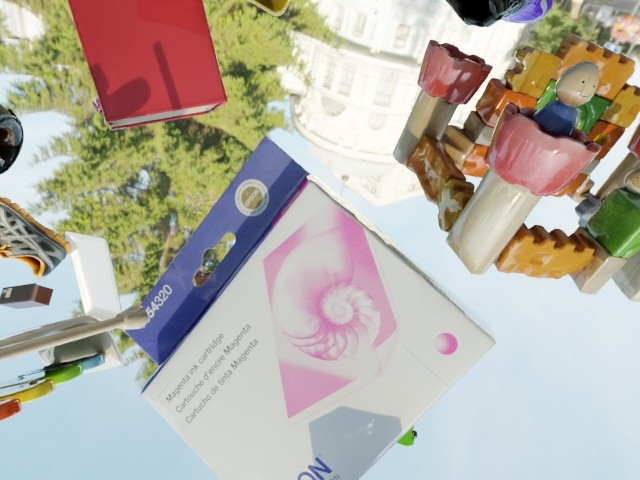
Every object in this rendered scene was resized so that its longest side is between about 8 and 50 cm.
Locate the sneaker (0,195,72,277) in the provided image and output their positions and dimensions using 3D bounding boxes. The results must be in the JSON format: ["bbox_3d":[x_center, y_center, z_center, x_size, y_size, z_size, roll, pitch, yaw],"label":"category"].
[{"bbox_3d":[-0.564,-0.011,0.785,0.084,0.215,0.083,-12,-131,34],"label":"sneaker"}]

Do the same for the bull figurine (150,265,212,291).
[{"bbox_3d":[-0.450,0.206,1.393,0.310,0.101,0.188,-38,-115,-19],"label":"bull figurine"}]

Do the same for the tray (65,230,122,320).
[{"bbox_3d":[-0.614,0.103,1.198,0.145,0.270,0.030,9,-155,19],"label":"tray"}]

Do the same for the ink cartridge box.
[{"bbox_3d":[-0.049,0.106,0.481,0.330,0.324,0.071,41,-168,8],"label":"ink cartridge box"}]

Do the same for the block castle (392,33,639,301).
[{"bbox_3d":[0.344,-0.099,0.529,0.453,0.213,0.303,10,-144,-16],"label":"block castle"}]

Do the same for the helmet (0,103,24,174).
[{"bbox_3d":[-0.711,-0.217,0.862,0.161,0.169,0.169,20,-147,-4],"label":"helmet"}]

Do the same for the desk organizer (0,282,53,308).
[{"bbox_3d":[-0.736,0.141,1.081,0.130,0.050,0.047,-8,-115,24],"label":"desk organizer"}]

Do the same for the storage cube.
[{"bbox_3d":[-0.283,-0.302,0.722,0.215,0.193,0.184,-18,-164,-19],"label":"storage cube"}]

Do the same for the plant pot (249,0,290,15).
[{"bbox_3d":[-0.110,-0.471,0.552,0.212,0.212,0.187,6,-134,-45],"label":"plant pot"}]

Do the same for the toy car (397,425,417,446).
[{"bbox_3d":[0.224,0.435,1.179,0.239,0.053,0.225,7,-111,-4],"label":"toy car"}]

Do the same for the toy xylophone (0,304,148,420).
[{"bbox_3d":[-0.326,0.141,0.432,0.236,0.081,0.323,-14,-179,20],"label":"toy xylophone"}]

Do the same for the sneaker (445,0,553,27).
[{"bbox_3d":[0.301,-0.426,0.762,0.293,0.102,0.146,9,-115,-26],"label":"sneaker"}]
